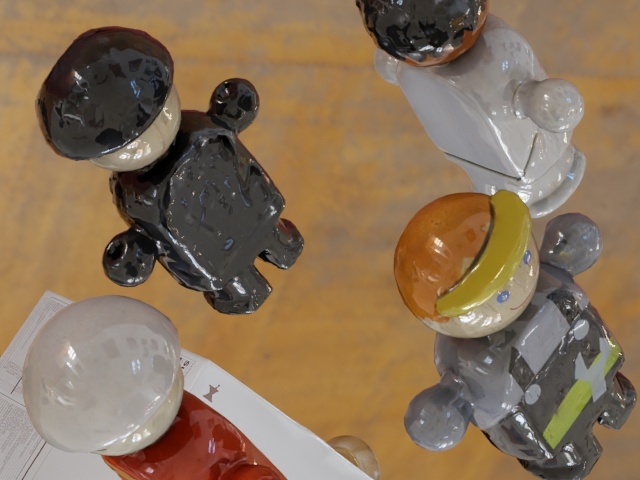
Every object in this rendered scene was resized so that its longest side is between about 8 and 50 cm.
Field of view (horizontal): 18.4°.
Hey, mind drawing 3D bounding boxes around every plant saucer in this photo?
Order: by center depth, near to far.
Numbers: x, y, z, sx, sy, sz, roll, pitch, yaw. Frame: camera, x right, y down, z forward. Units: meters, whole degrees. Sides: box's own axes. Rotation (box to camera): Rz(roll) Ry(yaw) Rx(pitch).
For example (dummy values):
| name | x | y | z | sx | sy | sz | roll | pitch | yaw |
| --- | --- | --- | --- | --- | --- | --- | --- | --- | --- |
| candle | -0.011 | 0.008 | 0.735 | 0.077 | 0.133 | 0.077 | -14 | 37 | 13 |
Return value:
| name | x | y | z | sx | sy | sz | roll | pitch | yaw |
| --- | --- | --- | --- | --- | --- | --- | --- | --- | --- |
| plant saucer | 0.016 | 0.219 | 1.807 | 0.015 | 0.083 | 0.083 | 18 | 114 | -52 |

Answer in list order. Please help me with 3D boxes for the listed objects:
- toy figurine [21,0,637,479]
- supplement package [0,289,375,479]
| name | x | y | z | sx | sy | sz | roll | pitch | yaw |
| --- | --- | --- | --- | --- | --- | --- | --- | --- | --- |
| toy figurine | 0.000 | 0.000 | 0.735 | 0.209 | 0.213 | 0.148 | -19 | 136 | 20 |
| supplement package | -0.095 | 0.157 | 1.207 | 0.194 | 0.203 | 0.149 | 39 | 77 | -34 |
